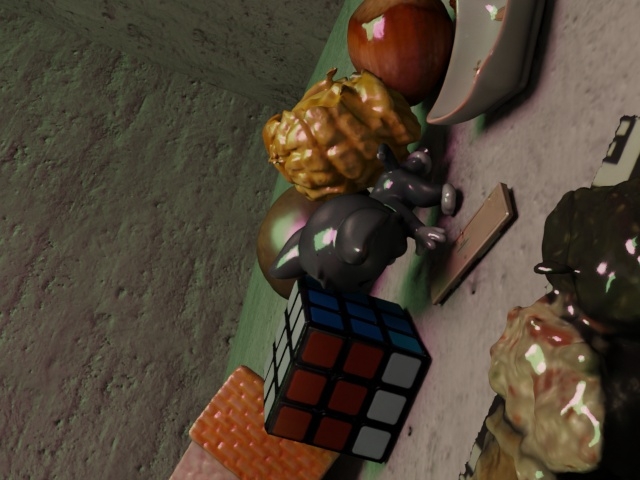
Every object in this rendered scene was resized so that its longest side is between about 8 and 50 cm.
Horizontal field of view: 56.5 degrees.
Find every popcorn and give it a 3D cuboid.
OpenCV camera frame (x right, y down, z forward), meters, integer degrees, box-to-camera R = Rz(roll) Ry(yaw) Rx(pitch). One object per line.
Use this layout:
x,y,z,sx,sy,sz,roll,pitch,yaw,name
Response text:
0.038,-0.160,0.909,0.250,0.250,0.190,-90,-12,-59,popcorn

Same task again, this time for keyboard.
0.170,0.008,0.683,0.166,0.017,0.055,118,161,-44,keyboard

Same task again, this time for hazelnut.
0.133,-0.327,1.006,0.214,0.176,0.215,1,-90,-81,hazelnut

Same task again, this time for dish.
0.211,-0.246,0.729,0.151,0.077,0.213,140,146,-74,dish

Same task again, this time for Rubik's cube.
0.024,0.160,0.773,0.162,0.160,0.163,-111,40,-74,Rubik's cube

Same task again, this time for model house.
-0.068,0.320,0.893,0.238,0.202,0.237,-60,-19,16,model house

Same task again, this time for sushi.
0.157,0.089,0.383,0.296,0.099,0.373,-112,41,-74,sushi

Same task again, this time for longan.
0.000,0.000,1.056,0.246,0.215,0.246,-36,17,13,longan

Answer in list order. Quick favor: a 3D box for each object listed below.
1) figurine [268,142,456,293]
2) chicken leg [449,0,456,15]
0.079,-0.034,0.761,0.193,0.140,0.265,1,55,56,figurine
0.233,-0.379,0.884,0.234,0.063,0.105,-86,13,-46,chicken leg
